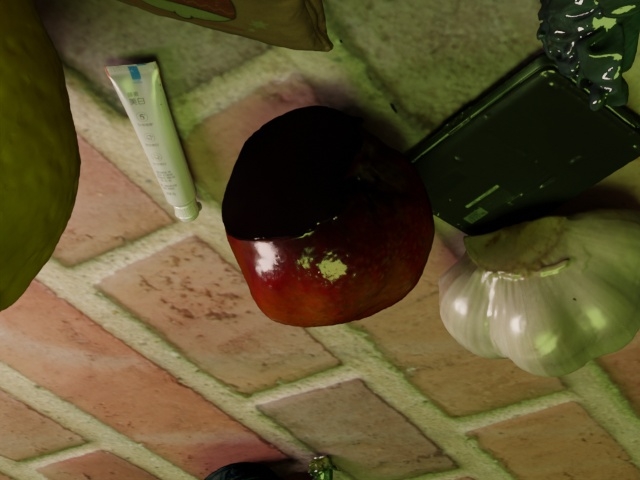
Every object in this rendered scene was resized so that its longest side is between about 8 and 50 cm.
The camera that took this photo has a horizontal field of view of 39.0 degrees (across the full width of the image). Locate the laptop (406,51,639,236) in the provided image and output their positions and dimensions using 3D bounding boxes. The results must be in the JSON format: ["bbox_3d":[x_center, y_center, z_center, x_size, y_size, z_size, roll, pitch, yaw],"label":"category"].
[{"bbox_3d":[0.181,-0.075,0.843,0.154,0.026,0.207,27,135,-28],"label":"laptop"}]

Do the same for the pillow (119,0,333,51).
[{"bbox_3d":[-0.104,-0.212,0.594,0.236,0.084,0.223,24,164,9],"label":"pillow"}]

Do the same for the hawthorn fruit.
[{"bbox_3d":[0.000,0.000,0.833,0.189,0.190,0.251,6,148,-4],"label":"hawthorn fruit"}]

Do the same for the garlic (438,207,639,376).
[{"bbox_3d":[0.239,0.065,0.903,0.229,0.143,0.178,-30,140,21],"label":"garlic"}]

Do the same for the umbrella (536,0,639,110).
[{"bbox_3d":[0.217,-0.221,0.528,0.094,0.143,0.349,-1,152,-9],"label":"umbrella"}]

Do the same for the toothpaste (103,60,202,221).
[{"bbox_3d":[-0.148,-0.089,0.847,0.048,0.031,0.190,-2,137,11],"label":"toothpaste"}]

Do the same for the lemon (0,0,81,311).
[{"bbox_3d":[-0.324,-0.086,0.622,0.336,0.336,0.336,2,141,2],"label":"lemon"}]

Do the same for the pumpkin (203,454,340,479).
[{"bbox_3d":[-0.062,0.421,1.341,0.248,0.248,0.248,2,141,2],"label":"pumpkin"}]
